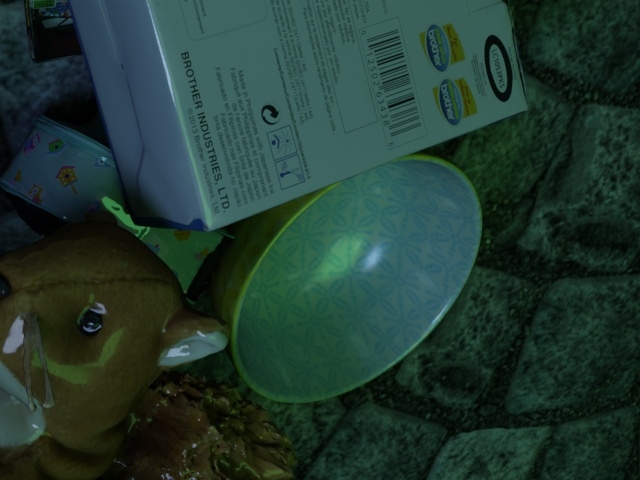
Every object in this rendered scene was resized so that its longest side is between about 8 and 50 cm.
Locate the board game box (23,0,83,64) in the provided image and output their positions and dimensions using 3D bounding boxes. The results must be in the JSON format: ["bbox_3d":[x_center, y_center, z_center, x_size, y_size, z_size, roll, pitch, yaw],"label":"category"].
[{"bbox_3d":[-0.132,-0.240,1.206,0.260,0.030,0.136,-14,125,-23],"label":"board game box"}]

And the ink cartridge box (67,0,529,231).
[{"bbox_3d":[0.008,-0.194,1.146,0.396,0.151,0.270,-22,106,-28],"label":"ink cartridge box"}]

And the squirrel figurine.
[{"bbox_3d":[-0.201,0.166,1.117,0.397,0.281,0.370,22,100,-46],"label":"squirrel figurine"}]

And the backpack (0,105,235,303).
[{"bbox_3d":[-0.181,-0.041,1.226,0.188,0.166,0.144,27,91,-39],"label":"backpack"}]

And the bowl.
[{"bbox_3d":[0.000,0.000,1.357,0.289,0.156,0.289,-23,137,-23],"label":"bowl"}]
